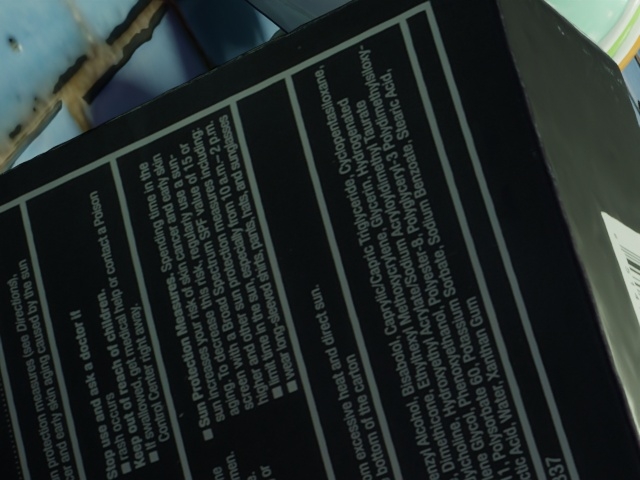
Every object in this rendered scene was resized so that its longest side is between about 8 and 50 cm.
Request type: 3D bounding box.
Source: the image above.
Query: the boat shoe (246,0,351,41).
[{"bbox_3d":[0.034,-0.149,1.251,0.367,0.136,0.156,42,-13,18],"label":"boat shoe"}]

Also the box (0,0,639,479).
[{"bbox_3d":[0.008,0.087,0.808,0.182,0.294,0.296,24,47,-61],"label":"box"}]

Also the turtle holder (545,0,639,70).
[{"bbox_3d":[0.121,-0.238,1.453,0.243,0.227,0.320,-6,74,-65],"label":"turtle holder"}]
